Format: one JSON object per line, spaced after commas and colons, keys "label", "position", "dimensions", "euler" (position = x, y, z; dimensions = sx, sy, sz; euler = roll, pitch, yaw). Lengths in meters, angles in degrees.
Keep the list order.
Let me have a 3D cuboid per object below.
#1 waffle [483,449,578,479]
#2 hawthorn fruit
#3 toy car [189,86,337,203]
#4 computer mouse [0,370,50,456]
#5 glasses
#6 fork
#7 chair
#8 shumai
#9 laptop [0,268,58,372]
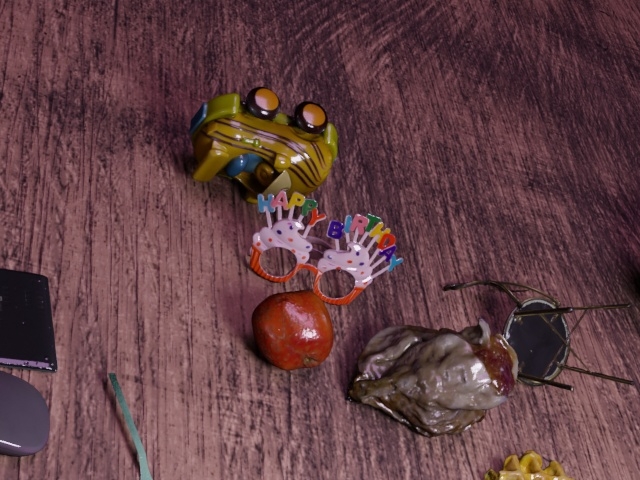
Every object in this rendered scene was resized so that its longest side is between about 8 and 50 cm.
{"label": "waffle", "position": [0.327, 0.390, 1.956], "dimensions": [0.160, 0.055, 0.211], "euler": [12, 37, -23]}
{"label": "hawthorn fruit", "position": [-0.040, 0.131, 1.976], "dimensions": [0.128, 0.128, 0.128], "euler": [19, 36, -14]}
{"label": "toy car", "position": [-0.093, -0.136, 2.226], "dimensions": [0.247, 0.200, 0.142], "euler": [14, 59, -18]}
{"label": "computer mouse", "position": [-0.438, 0.198, 1.648], "dimensions": [0.232, 0.057, 0.120], "euler": [15, 36, -21]}
{"label": "glasses", "position": [0.003, -0.001, 2.131], "dimensions": [0.255, 0.162, 0.095], "euler": [19, 32, -16]}
{"label": "fork", "position": [-0.234, 0.263, 1.747], "dimensions": [0.039, 0.021, 0.235], "euler": [6, 39, -36]}
{"label": "chair", "position": [0.353, 0.152, 2.215], "dimensions": [0.159, 0.170, 0.325], "euler": [-2, 2, -32]}
{"label": "shumai", "position": [0.178, 0.175, 2.006], "dimensions": [0.218, 0.185, 0.184], "euler": [24, 35, -7]}
{"label": "laptop", "position": [-0.420, 0.102, 1.822], "dimensions": [0.129, 0.016, 0.180], "euler": [9, 40, -25]}
